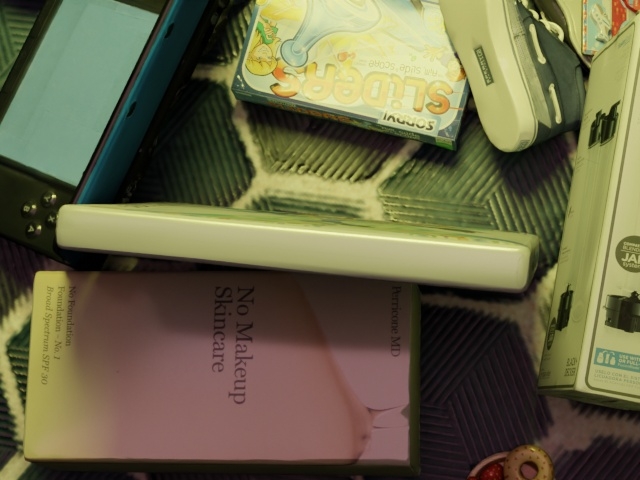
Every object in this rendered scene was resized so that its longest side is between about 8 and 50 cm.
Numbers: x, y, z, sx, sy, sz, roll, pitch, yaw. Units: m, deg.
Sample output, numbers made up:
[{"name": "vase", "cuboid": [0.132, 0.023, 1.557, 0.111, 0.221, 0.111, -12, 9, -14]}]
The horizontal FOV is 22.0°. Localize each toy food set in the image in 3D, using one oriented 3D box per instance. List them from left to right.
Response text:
[{"name": "toy food set", "cuboid": [0.156, 0.212, 1.331, 0.083, 0.020, 0.083, -18, 76, 3]}]

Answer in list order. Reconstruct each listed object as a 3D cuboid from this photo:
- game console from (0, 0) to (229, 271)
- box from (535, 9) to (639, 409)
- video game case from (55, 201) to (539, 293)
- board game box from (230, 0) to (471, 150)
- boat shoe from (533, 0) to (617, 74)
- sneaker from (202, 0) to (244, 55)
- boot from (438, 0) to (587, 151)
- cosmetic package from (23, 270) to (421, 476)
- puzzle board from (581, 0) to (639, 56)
[{"name": "game console", "cuboid": [-0.197, -0.137, 1.341, 0.250, 0.173, 0.293, 21, 82, 30]}, {"name": "box", "cuboid": [0.246, -0.016, 1.277, 0.087, 0.169, 0.290, 10, 83, -2]}, {"name": "video game case", "cuboid": [0.000, 0.000, 1.256, 0.329, 0.300, 0.036, 6, 93, 8]}, {"name": "board game box", "cuboid": [0.037, -0.166, 1.422, 0.201, 0.035, 0.136, 13, 80, 9]}, {"name": "boat shoe", "cuboid": [0.213, -0.190, 1.403, 0.046, 0.038, 0.125, -31, 87, -27]}, {"name": "sneaker", "cuboid": [-0.094, -0.230, 1.446, 0.058, 0.052, 0.135, 36, 82, 20]}, {"name": "boot", "cuboid": [0.161, -0.172, 1.374, 0.086, 0.069, 0.190, -17, 94, -32]}, {"name": "cosmetic package", "cuboid": [-0.074, 0.109, 1.338, 0.309, 0.113, 0.160, -1, 78, 8]}, {"name": "puzzle board", "cuboid": [0.268, -0.213, 1.396, 0.096, 0.011, 0.128, 6, 78, -15]}]
